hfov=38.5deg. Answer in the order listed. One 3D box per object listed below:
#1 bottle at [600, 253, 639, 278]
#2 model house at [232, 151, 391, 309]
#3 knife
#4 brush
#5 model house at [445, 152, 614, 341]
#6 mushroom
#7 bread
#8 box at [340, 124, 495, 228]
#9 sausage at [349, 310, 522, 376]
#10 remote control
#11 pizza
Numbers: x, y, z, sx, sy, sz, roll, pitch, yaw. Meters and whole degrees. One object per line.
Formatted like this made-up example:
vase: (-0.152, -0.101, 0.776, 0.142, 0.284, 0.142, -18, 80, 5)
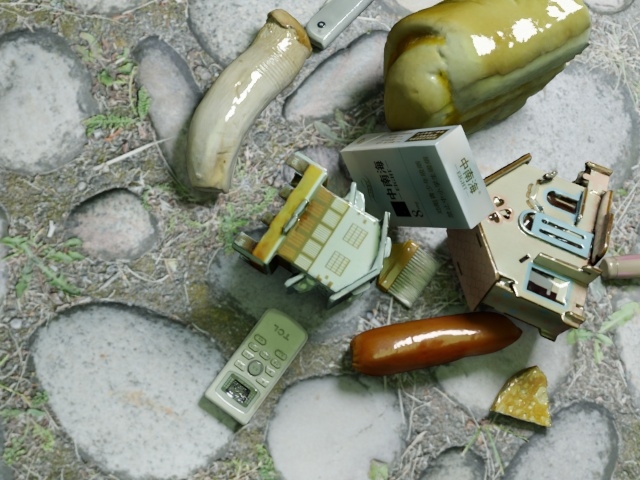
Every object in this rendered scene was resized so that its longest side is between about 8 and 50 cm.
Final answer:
bottle: (0.554, 0.048, 1.642, 0.096, 0.045, 0.045, -3, 78, -9)
model house: (0.000, 0.000, 1.462, 0.215, 0.224, 0.198, 31, 82, 3)
knife: (0.065, -0.456, 1.675, 0.073, 0.040, 0.265, 36, 75, 11)
brush: (0.076, -0.001, 1.589, 0.272, 0.013, 0.103, 38, 74, 1)
model house: (0.342, -0.022, 1.530, 0.244, 0.169, 0.326, 21, 59, 2)
mushroom: (-0.130, -0.240, 1.568, 0.123, 0.095, 0.351, 34, 76, -19)
bread: (0.239, -0.304, 1.541, 0.341, 0.300, 0.210, -28, 78, -11)
box: (0.151, -0.099, 1.480, 0.067, 0.243, 0.155, -35, 112, -29)
sausage: (0.192, 0.168, 1.533, 0.300, 0.089, 0.083, -10, 73, -12)
remote control: (-0.102, 0.203, 1.505, 0.087, 0.029, 0.190, 38, 74, 0)
pizza: (0.353, 0.281, 1.567, 0.123, 0.026, 0.108, -37, 89, -17)
